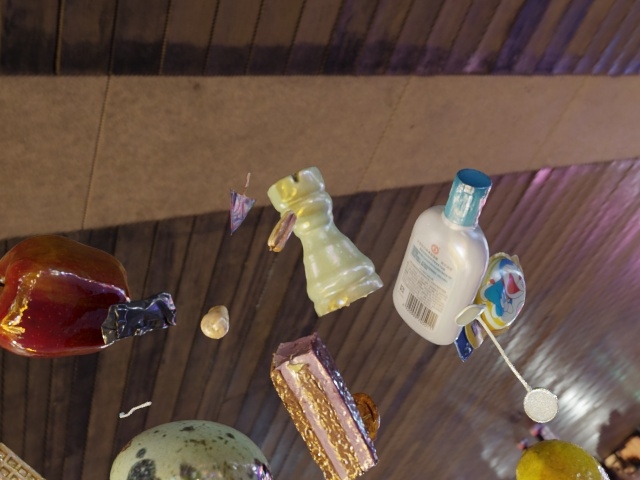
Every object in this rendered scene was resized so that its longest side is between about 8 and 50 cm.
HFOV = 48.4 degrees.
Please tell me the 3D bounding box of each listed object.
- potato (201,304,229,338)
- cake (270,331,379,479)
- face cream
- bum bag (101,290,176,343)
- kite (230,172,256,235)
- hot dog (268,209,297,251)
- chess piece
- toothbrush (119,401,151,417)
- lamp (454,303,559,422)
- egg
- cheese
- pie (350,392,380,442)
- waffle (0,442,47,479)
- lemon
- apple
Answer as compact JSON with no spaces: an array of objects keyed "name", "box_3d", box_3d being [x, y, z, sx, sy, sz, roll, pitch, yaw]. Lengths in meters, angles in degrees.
[{"name":"potato","box_3d":[-0.254,0.198,1.740,0.068,0.083,0.062,19,124,-5]},{"name":"cake","box_3d":[0.000,0.320,1.352,0.115,0.295,0.113,-29,172,13]},{"name":"face cream","box_3d":[0.224,0.026,1.267,0.080,0.163,0.337,-19,137,-34]},{"name":"bum bag","box_3d":[-0.383,0.164,1.530,0.197,0.049,0.087,-12,104,-51]},{"name":"kite","box_3d":[-0.194,-0.089,1.724,0.190,0.010,0.159,23,86,-77]},{"name":"hot dog","box_3d":[-0.103,-0.026,1.893,0.056,0.041,0.133,46,61,-35]},{"name":"chess piece","box_3d":[0.000,0.000,2.228,0.234,0.442,0.234,-27,174,-3]},{"name":"toothbrush","box_3d":[-0.487,0.445,1.873,0.131,0.013,0.011,-27,163,32]},{"name":"lamp","box_3d":[0.272,0.180,1.039,0.050,0.198,0.056,-43,161,25]},{"name":"egg","box_3d":[-0.295,0.559,1.636,0.379,0.288,0.288,9,137,-3]},{"name":"cheese","box_3d":[0.345,0.132,1.449,0.270,0.069,0.177,-42,121,-32]},{"name":"pie","box_3d":[0.119,0.468,1.902,0.033,0.191,0.088,30,103,-36]},{"name":"waffle","box_3d":[-0.774,0.610,1.784,0.032,0.191,0.125,-41,-172,42]},{"name":"lemon","box_3d":[0.575,0.582,1.687,0.204,0.260,0.204,-10,116,-22]},{"name":"apple","box_3d":[-0.595,0.132,1.608,0.316,0.288,0.288,17,121,-41]}]
